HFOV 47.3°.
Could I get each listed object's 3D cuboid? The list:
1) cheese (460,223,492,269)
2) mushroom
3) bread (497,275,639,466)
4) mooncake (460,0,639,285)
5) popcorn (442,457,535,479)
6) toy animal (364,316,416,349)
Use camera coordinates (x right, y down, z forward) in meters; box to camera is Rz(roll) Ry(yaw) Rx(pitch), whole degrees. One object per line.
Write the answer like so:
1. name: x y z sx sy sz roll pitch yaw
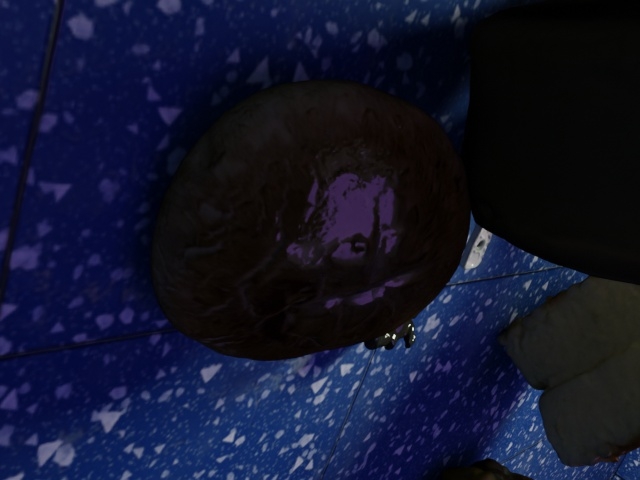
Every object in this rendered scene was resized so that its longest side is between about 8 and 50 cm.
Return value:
1. cheese: 0.224 -0.077 0.885 0.127 0.050 0.255 -7 122 -48
2. mushroom: 0.000 0.000 0.595 0.278 0.146 0.278 -17 132 -20
3. bread: 0.548 0.149 1.162 0.390 0.279 0.371 -9 153 -46
4. mooncake: 0.319 -0.096 0.632 0.394 0.394 0.246 -66 157 -70
5. popcorn: 0.263 0.531 1.287 0.332 0.225 0.265 -36 147 -8
6. toy animal: 0.065 0.039 0.782 0.148 0.085 0.232 -42 143 -39
